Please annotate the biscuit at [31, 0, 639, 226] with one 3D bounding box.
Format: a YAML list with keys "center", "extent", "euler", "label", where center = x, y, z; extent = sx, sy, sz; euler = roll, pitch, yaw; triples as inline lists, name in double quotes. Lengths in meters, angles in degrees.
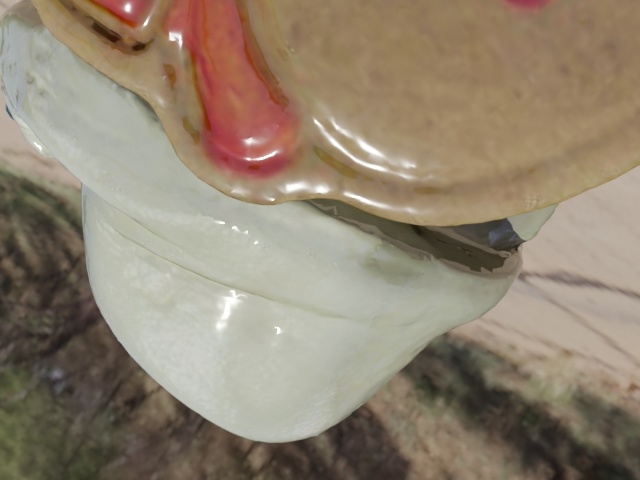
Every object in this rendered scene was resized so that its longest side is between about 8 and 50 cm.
- center: [0.029, -0.191, 0.526]
  extent: [0.381, 0.359, 0.074]
  euler: [57, -171, -8]
  label: "biscuit"

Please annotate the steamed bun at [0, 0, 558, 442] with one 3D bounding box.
- center: [0.020, -0.103, 0.724]
  extent: [0.342, 0.367, 0.255]
  euler: [50, 143, -6]
  label: "steamed bun"

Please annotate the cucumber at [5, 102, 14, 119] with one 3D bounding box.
- center: [-0.359, -0.178, 1.559]
  extent: [0.048, 0.048, 0.105]
  euler: [36, 139, -28]
  label: "cucumber"
